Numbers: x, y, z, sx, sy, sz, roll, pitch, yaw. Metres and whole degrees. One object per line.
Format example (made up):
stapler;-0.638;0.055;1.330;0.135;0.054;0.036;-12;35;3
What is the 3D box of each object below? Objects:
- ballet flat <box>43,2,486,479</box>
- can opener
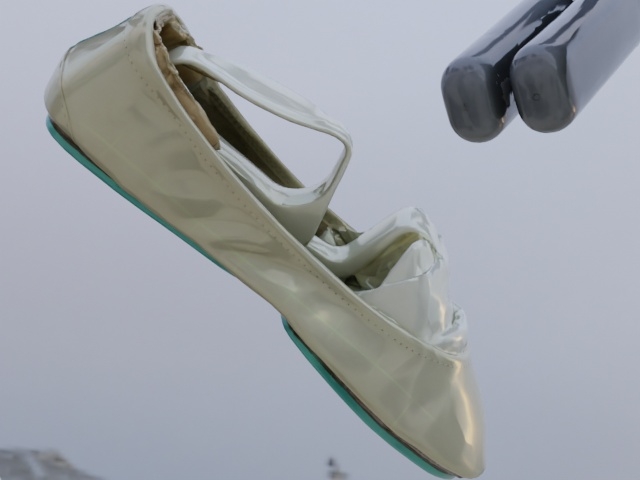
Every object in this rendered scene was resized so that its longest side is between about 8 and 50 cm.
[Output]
ballet flat;0.000;0.000;0.526;0.248;0.086;0.086;42;-29;-15
can opener;0.138;-0.135;0.724;0.074;0.280;0.093;-8;-65;31
